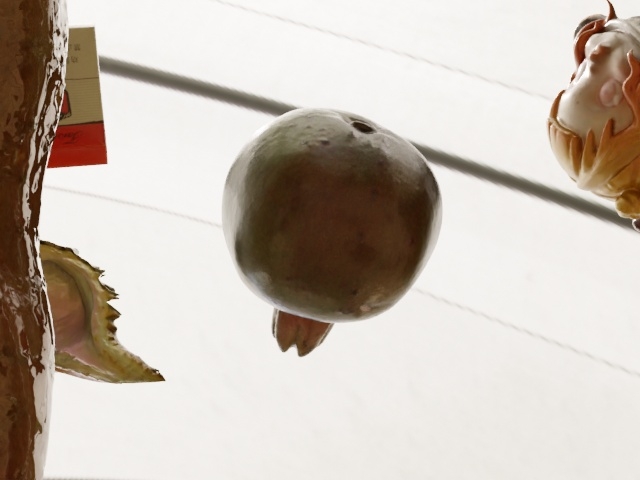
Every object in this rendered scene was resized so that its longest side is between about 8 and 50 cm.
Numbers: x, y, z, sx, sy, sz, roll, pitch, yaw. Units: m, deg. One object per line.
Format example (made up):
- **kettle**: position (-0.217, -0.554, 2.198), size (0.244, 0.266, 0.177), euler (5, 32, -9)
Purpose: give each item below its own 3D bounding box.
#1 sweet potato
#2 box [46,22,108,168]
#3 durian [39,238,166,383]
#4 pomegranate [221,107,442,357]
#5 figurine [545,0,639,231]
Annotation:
- **sweet potato**: position (-0.148, -0.043, 0.450), size (0.095, 0.106, 0.355), euler (6, -103, -45)
- **box**: position (-0.285, -0.155, 1.268), size (0.100, 0.048, 0.152), euler (-4, -70, -7)
- **durian**: position (-0.232, 0.083, 1.041), size (0.140, 0.224, 0.078), euler (-49, -18, -39)
- **pomegranate**: position (0.000, 0.000, 0.927), size (0.180, 0.180, 0.210), euler (-10, -49, -42)
- **figurine**: position (0.390, -0.174, 1.374), size (0.196, 0.320, 0.323), euler (20, -70, -18)
